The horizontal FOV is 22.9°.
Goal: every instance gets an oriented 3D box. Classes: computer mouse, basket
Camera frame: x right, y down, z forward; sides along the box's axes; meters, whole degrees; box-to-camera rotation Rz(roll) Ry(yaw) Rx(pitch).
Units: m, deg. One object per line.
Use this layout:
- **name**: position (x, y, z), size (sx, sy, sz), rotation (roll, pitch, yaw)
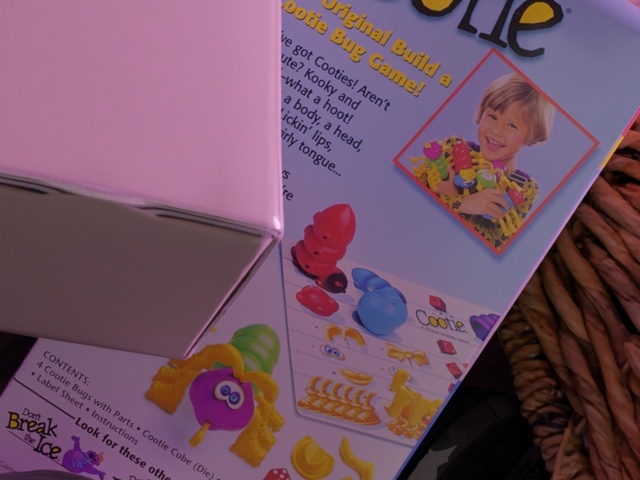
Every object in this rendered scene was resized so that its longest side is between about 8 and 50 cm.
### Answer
- **computer mouse**: position (0.051, 0.161, 0.760), size (0.184, 0.060, 0.262), rotation (-51, 148, -3)
- **basket**: position (0.209, 0.083, 0.737), size (0.299, 0.213, 0.223), rotation (17, 101, -46)

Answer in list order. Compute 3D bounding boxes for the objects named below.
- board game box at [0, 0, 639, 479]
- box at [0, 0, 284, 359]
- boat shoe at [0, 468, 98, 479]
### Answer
- **board game box**: position (0.000, 0.000, 0.644), size (0.144, 0.142, 0.275), rotation (34, 93, -2)
- **box**: position (-0.076, -0.106, 0.531), size (0.113, 0.094, 0.275), rotation (12, 57, -18)
- **boat shoe**: position (-0.126, 0.152, 0.591), size (0.084, 0.258, 0.095), rotation (28, 54, -39)
